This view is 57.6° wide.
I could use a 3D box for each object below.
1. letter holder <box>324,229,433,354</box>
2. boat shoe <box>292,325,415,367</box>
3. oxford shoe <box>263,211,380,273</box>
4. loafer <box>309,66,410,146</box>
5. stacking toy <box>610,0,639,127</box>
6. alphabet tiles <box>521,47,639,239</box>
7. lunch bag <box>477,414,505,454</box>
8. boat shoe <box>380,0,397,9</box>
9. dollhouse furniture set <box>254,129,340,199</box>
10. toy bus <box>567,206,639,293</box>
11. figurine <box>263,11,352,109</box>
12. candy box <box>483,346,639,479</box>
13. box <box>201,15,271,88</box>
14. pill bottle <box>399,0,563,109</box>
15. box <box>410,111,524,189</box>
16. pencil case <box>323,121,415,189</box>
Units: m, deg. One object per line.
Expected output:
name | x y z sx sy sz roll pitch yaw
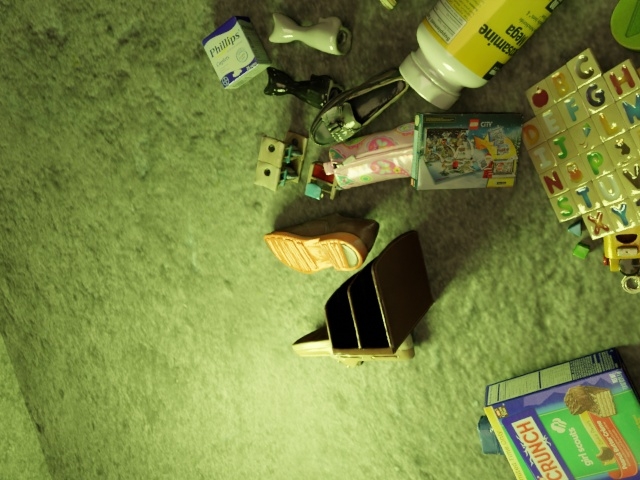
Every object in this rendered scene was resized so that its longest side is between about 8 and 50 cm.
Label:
letter holder | 0.134 0.108 1.367 0.152 0.302 0.215 -7 102 29
boat shoe | 0.082 0.289 1.556 0.341 0.121 0.110 -11 100 28
oxford shoe | 0.000 0.000 1.520 0.363 0.133 0.130 4 132 43
loafer | 0.087 -0.305 1.337 0.267 0.084 0.096 -34 109 10
stacking toy | 0.700 -0.353 1.066 0.309 0.130 0.280 -20 69 36
alphabet tiles | 0.531 -0.180 1.140 0.285 0.011 0.343 -33 78 62
lunch bag | 0.442 0.494 1.469 0.065 0.067 0.098 -10 101 29
boat shoe | 0.130 -0.608 1.285 0.072 0.068 0.190 -27 92 19
dollhouse furniture set | -0.047 -0.187 1.466 0.183 0.129 0.129 22 114 21
toy bus | 0.631 0.003 1.198 0.202 0.104 0.191 40 119 11
figurine | -0.043 -0.440 1.415 0.209 0.092 0.215 18 112 25
candy box | 0.575 0.429 1.334 0.317 0.122 0.268 -25 93 24
box | -0.216 -0.481 1.493 0.126 0.072 0.137 -25 93 30
pill bottle | 0.319 -0.435 1.170 0.188 0.188 0.334 46 121 7
box | 0.314 -0.194 1.254 0.233 0.044 0.159 -3 108 -13
pencil case | 0.154 -0.200 1.367 0.284 0.124 0.124 -9 102 28
